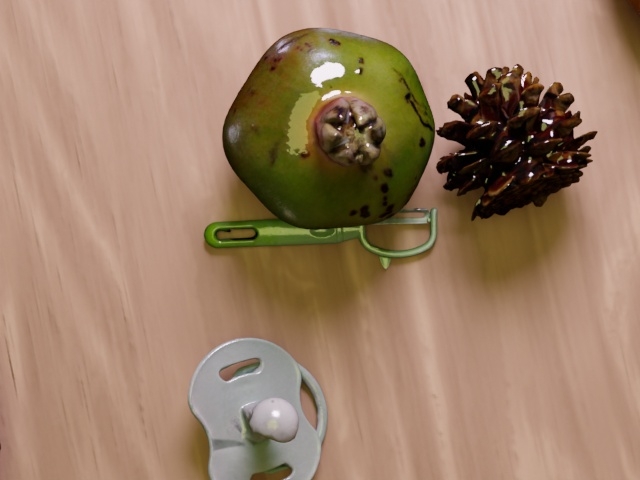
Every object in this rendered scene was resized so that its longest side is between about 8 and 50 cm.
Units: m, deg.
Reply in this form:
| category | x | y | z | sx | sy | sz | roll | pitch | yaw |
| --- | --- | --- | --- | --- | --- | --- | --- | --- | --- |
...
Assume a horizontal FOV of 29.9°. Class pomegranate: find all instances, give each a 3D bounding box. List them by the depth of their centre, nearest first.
| category | x | y | z | sx | sy | sz | roll | pitch | yaw |
| --- | --- | --- | --- | --- | --- | --- | --- | --- | --- |
| pomegranate | 0.011 | -0.087 | 0.985 | 0.179 | 0.210 | 0.180 | -1 | 101 | -7 |

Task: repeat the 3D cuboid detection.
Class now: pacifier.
| category | x | y | z | sx | sy | sz | roll | pitch | yaw |
| --- | --- | --- | --- | --- | --- | --- | --- | --- | --- |
| pacifier | -0.043 | 0.156 | 1.033 | 0.126 | 0.116 | 0.150 | -8 | 84 | -22 |

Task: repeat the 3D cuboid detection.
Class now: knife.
| category | x | y | z | sx | sy | sz | roll | pitch | yaw |
| --- | --- | --- | --- | --- | --- | --- | --- | --- | --- |
| knife | 0.000 | 0.000 | 1.081 | 0.212 | 0.015 | 0.054 | -1 | 97 | 3 |

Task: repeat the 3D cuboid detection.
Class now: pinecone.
| category | x | y | z | sx | sy | sz | roll | pitch | yaw |
| --- | --- | --- | --- | --- | --- | --- | --- | --- | --- |
| pinecone | 0.159 | -0.084 | 1.010 | 0.140 | 0.140 | 0.121 | -23 | 72 | 3 |

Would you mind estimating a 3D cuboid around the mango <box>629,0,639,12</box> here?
| category | x | y | z | sx | sy | sz | roll | pitch | yaw |
| --- | --- | --- | --- | --- | --- | --- | --- | --- | --- |
| mango | 0.328 | -0.315 | 1.005 | 0.192 | 0.146 | 0.316 | -1 | 75 | 3 |
